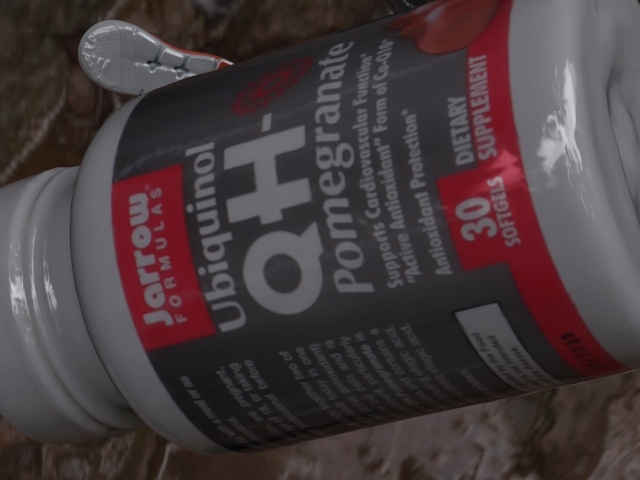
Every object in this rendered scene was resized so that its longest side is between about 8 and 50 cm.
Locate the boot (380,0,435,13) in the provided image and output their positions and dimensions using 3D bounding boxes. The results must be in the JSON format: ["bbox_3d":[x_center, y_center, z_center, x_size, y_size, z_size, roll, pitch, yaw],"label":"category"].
[{"bbox_3d":[0.051,-0.228,1.464,0.076,0.189,0.208,-40,72,-8],"label":"boot"}]

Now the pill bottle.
[{"bbox_3d":[0.000,0.000,0.881,0.318,0.176,0.176,-15,67,25],"label":"pill bottle"}]

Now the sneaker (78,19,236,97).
[{"bbox_3d":[-0.090,-0.107,1.332,0.158,0.065,0.061,31,97,-13],"label":"sneaker"}]
